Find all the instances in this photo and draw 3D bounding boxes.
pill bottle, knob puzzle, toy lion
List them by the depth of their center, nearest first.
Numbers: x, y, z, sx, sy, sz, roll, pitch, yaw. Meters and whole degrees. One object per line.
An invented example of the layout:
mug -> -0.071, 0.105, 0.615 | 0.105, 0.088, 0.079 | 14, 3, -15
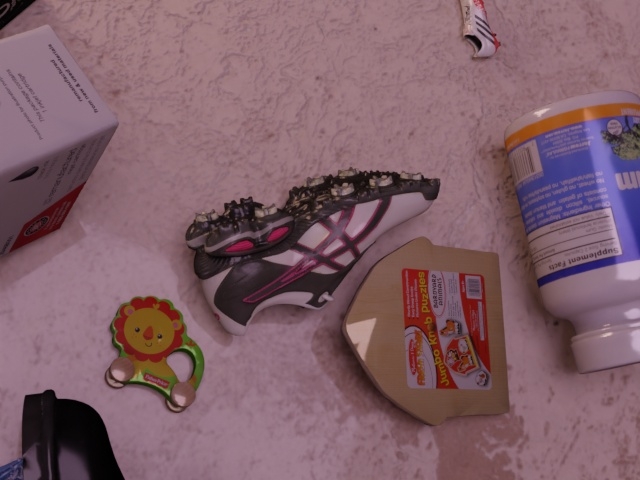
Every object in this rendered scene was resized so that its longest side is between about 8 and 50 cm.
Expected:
toy lion -> -0.156, 0.104, 1.039 | 0.100, 0.034, 0.096 | 24, 63, -9
knob puzzle -> 0.102, 0.092, 1.100 | 0.213, 0.030, 0.213 | 8, 74, -29
pill bottle -> 0.293, -0.005, 1.130 | 0.152, 0.152, 0.272 | -9, 79, -18

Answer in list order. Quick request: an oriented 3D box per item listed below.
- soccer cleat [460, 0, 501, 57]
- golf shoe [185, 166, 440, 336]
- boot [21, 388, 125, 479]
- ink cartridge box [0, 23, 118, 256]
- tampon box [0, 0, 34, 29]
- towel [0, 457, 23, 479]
soccer cleat -> 0.173, -0.245, 1.223 | 0.035, 0.029, 0.083 | -22, 88, -24
golf shoe -> 0.000, 0.000, 1.088 | 0.273, 0.105, 0.120 | -18, 107, -21
boot -> -0.104, 0.266, 0.939 | 0.260, 0.131, 0.348 | -16, 100, -14
ink cartridge box -> -0.329, -0.043, 0.892 | 0.273, 0.197, 0.114 | -30, 80, -39
tampon box -> -0.351, -0.244, 1.020 | 0.101, 0.120, 0.161 | 42, 69, -1
towel -> -0.301, 0.247, 0.958 | 0.119, 0.029, 0.067 | -26, 85, -21
